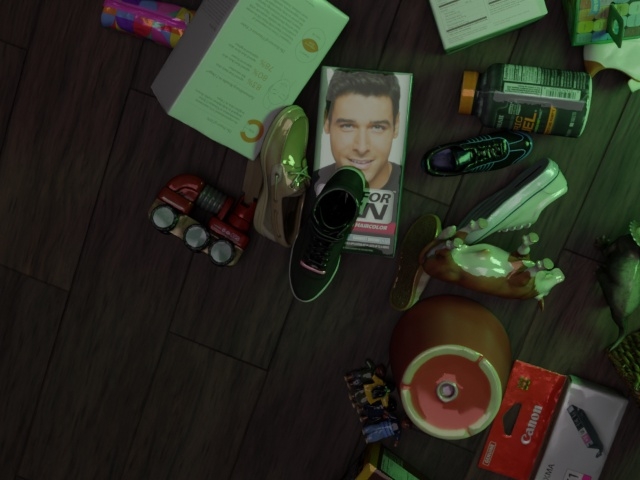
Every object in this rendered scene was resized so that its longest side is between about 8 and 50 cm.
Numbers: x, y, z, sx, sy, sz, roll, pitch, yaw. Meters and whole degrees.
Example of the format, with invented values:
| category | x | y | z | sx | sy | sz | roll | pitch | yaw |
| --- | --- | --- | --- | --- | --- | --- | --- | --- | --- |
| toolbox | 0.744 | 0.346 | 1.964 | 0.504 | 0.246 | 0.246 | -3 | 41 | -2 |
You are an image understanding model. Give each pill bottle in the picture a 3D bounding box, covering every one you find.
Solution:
| category | x | y | z | sx | sy | sz | roll | pitch | yaw |
| --- | --- | --- | --- | --- | --- | --- | --- | --- | --- |
| pill bottle | 0.399 | -0.281 | 1.572 | 0.246 | 0.130 | 0.130 | 8 | 101 | 8 |

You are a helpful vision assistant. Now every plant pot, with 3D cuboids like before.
| category | x | y | z | sx | sy | sz | roll | pitch | yaw |
| --- | --- | --- | --- | --- | --- | --- | --- | --- | --- |
| plant pot | 0.265 | 0.271 | 1.630 | 0.275 | 0.243 | 0.275 | 2 | 100 | 9 |

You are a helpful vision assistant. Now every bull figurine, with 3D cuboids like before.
| category | x | y | z | sx | sy | sz | roll | pitch | yaw |
| --- | --- | --- | --- | --- | --- | --- | --- | --- | --- |
| bull figurine | 0.358 | 0.051 | 1.597 | 0.310 | 0.188 | 0.101 | 10 | 58 | -4 |

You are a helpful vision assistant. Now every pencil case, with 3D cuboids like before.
| category | x | y | z | sx | sy | sz | roll | pitch | yaw |
| --- | --- | --- | --- | --- | --- | --- | --- | --- | --- |
| pencil case | -0.342 | -0.462 | 1.670 | 0.236 | 0.104 | 0.104 | 16 | 102 | 6 |

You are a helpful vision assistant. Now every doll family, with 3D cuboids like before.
| category | x | y | z | sx | sy | sz | roll | pitch | yaw |
| --- | --- | --- | --- | --- | --- | --- | --- | --- | --- |
| doll family | 0.131 | 0.362 | 1.756 | 0.111 | 0.076 | 0.193 | -19 | 101 | 7 |

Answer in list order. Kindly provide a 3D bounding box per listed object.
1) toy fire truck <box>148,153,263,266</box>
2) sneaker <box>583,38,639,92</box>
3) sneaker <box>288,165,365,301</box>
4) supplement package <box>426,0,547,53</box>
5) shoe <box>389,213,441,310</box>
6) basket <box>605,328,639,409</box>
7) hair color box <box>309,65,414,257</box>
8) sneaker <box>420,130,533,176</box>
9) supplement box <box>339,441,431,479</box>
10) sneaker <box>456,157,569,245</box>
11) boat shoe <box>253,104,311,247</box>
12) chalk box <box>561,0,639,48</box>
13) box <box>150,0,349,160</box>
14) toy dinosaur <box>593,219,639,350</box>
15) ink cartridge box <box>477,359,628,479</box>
| category | x | y | z | sx | sy | sz | roll | pitch | yaw |
| --- | --- | --- | --- | --- | --- | --- | --- | --- | --- |
| toy fire truck | -0.224 | -0.090 | 1.707 | 0.217 | 0.158 | 0.246 | 31 | 83 | -3 |
| sneaker | 0.661 | -0.347 | 1.540 | 0.290 | 0.106 | 0.123 | 7 | 104 | 19 |
| sneaker | 0.000 | 0.000 | 1.559 | 0.105 | 0.147 | 0.295 | 23 | 105 | 3 |
| supplement package | 0.290 | -0.516 | 1.511 | 0.198 | 0.199 | 0.262 | -18 | 97 | 12 |
| shoe | 0.208 | 0.047 | 1.700 | 0.076 | 0.058 | 0.219 | 26 | 100 | 35 |
| basket | 0.722 | 0.288 | 1.535 | 0.213 | 0.299 | 0.223 | -32 | 91 | 11 |
| hair color box | 0.083 | -0.165 | 1.648 | 0.185 | 0.113 | 0.374 | 6 | 100 | 8 |
| sneaker | 0.321 | -0.173 | 1.621 | 0.232 | 0.090 | 0.081 | -13 | 97 | 11 |
| supplement box | 0.135 | 0.590 | 1.762 | 0.194 | 0.129 | 0.191 | 36 | 103 | 1 |
| sneaker | 0.395 | -0.056 | 1.632 | 0.258 | 0.094 | 0.091 | -38 | 109 | 20 |
| boat shoe | -0.062 | -0.127 | 1.627 | 0.098 | 0.109 | 0.302 | 32 | 124 | 31 |
| chalk box | 0.525 | -0.451 | 1.470 | 0.132 | 0.132 | 0.213 | -4 | 57 | 9 |
| box | -0.145 | -0.371 | 1.575 | 0.215 | 0.168 | 0.345 | 27 | 105 | -35 |
| toy dinosaur | 0.604 | 0.073 | 1.586 | 0.121 | 0.160 | 0.313 | 21 | 101 | 5 |
| ink cartridge box | 0.498 | 0.421 | 1.715 | 0.239 | 0.060 | 0.275 | 17 | 102 | 4 |
